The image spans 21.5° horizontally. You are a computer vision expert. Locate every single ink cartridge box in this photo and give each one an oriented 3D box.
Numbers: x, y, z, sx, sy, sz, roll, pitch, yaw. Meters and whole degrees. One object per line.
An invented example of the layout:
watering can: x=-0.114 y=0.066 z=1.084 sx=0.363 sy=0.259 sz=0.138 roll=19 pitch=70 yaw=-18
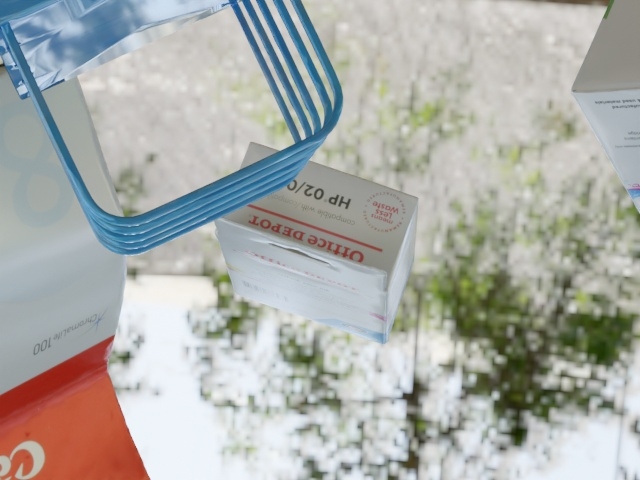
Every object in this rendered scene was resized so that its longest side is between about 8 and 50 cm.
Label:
ink cartridge box: x=0.000 y=0.000 z=0.983 sx=0.104 sy=0.061 sz=0.181 roll=18 pitch=166 yaw=6
ink cartridge box: x=0.369 y=-0.122 z=1.601 sx=0.117 sy=0.278 sz=0.201 roll=0 pitch=-129 yaw=38
ink cartridge box: x=-0.254 y=0.089 z=1.200 sx=0.091 sy=0.385 sz=0.308 roll=-9 pitch=-166 yaw=44

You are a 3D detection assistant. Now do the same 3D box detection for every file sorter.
file sorter: x=-0.063 y=-0.063 z=0.721 sx=0.118 sy=0.104 sz=0.170 roll=-26 pitch=178 yaw=-7
